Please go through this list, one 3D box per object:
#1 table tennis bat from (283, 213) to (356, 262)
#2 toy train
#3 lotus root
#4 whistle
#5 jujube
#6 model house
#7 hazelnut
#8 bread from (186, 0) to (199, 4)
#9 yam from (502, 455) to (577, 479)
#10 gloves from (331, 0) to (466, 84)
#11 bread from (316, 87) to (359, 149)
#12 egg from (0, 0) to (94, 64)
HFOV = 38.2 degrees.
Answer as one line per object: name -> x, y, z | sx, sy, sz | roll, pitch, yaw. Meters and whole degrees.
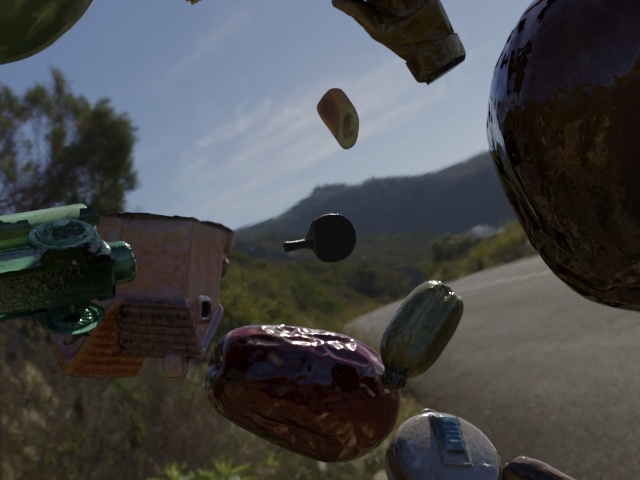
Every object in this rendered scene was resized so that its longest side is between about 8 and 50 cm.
table tennis bat -> 0.000, 0.000, 0.942 | 0.083, 0.050, 0.007 | -12, 5, -28
toy train -> -0.349, 0.023, 0.943 | 0.307, 0.189, 0.126 | -11, -51, -24
lotus root -> 0.141, 0.141, 1.355 | 0.183, 0.090, 0.077 | -56, -10, -20
whistle -> 0.116, 0.229, 0.803 | 0.107, 0.220, 0.057 | 9, -51, -14
jujube -> -0.027, 0.249, 1.529 | 0.318, 0.223, 0.223 | 18, -18, -18
model house -> -0.256, 0.088, 1.353 | 0.237, 0.237, 0.202 | 2, -9, 14
hazelnut -> 0.169, -0.051, 0.497 | 0.178, 0.178, 0.204 | -23, -43, 11
bread -> -0.138, -0.426, 1.378 | 0.173, 0.085, 0.134 | -13, 34, 22
yam -> 0.295, 0.277, 0.880 | 0.264, 0.046, 0.046 | 24, 26, 31
gloves -> 0.146, -0.454, 1.798 | 0.141, 0.331, 0.154 | -41, 4, -24
bread -> 0.038, -0.211, 1.581 | 0.049, 0.103, 0.062 | 8, -51, -44
egg -> -0.317, -0.275, 0.886 | 0.283, 0.203, 0.203 | -14, 3, 37
